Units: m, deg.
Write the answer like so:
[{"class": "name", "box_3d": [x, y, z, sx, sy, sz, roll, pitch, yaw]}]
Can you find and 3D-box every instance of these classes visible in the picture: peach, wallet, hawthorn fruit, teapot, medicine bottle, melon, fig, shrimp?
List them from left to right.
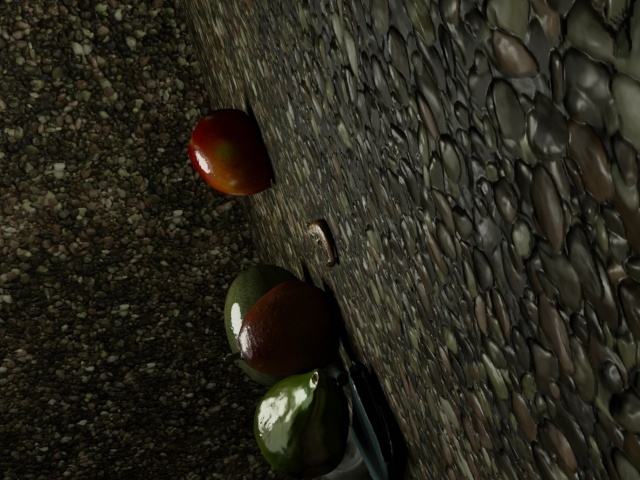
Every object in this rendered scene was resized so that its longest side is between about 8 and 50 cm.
[{"class": "peach", "box_3d": [-0.203, -0.214, 1.850, 0.190, 0.226, 0.196, -61, 1, 37]}, {"class": "melon", "box_3d": [-0.113, 0.206, 1.851, 0.237, 0.238, 0.301, 121, 130, -80]}, {"class": "hawthorn fruit", "box_3d": [-0.082, 0.195, 1.557, 0.199, 0.251, 0.199, 49, 151, 40]}, {"class": "fig", "box_3d": [-0.022, 0.333, 1.490, 0.206, 0.206, 0.275, -116, 30, -42]}, {"class": "shrimp", "box_3d": [0.000, 0.000, 1.326, 0.127, 0.025, 0.091, -137, 28, -68]}, {"class": "teapot", "box_3d": [0.040, 0.309, 1.757, 0.111, 0.043, 0.042, -154, 45, -74]}, {"class": "medicine bottle", "box_3d": [0.063, 0.541, 1.804, 0.215, 0.135, 0.135, 79, 168, -49]}, {"class": "wallet", "box_3d": [0.105, 0.383, 1.453, 0.379, 0.046, 0.190, 83, 165, -59]}]

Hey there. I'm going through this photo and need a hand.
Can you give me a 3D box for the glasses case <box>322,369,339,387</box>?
[{"class": "glasses case", "box_3d": [0.010, 0.404, 2.051, 0.316, 0.076, 0.123, 79, 169, -47]}]
